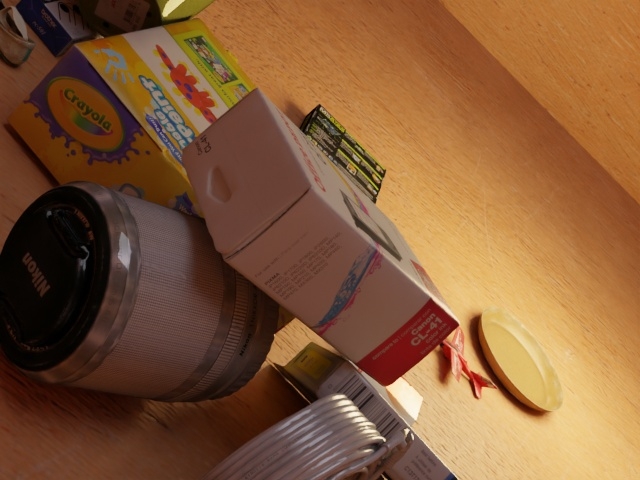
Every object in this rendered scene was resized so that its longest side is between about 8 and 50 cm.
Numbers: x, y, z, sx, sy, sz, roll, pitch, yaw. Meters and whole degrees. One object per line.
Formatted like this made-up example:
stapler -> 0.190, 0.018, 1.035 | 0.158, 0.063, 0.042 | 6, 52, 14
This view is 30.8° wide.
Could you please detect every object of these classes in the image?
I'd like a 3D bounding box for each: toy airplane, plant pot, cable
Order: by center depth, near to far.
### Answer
cable -> -0.048, 0.270, 1.254 | 0.257, 0.257, 0.089 | -6, 55, -54
plant pot -> -0.253, -0.440, 1.787 | 0.274, 0.274, 0.294 | 40, 44, -20
toy airplane -> 0.254, 0.219, 2.053 | 0.151, 0.028, 0.151 | 36, 31, -26
plant pot -> 0.378, 0.232, 2.228 | 0.236, 0.032, 0.236 | 38, 28, -25

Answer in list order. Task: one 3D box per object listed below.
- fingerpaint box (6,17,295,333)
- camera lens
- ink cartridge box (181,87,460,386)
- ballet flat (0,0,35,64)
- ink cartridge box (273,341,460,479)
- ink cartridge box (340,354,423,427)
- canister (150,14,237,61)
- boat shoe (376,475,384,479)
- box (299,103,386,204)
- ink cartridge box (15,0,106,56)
fingerpaint box -> -0.160, -0.079, 1.637 | 0.445, 0.163, 0.371 | 50, 25, 0
camera lens -> -0.209, 0.065, 1.306 | 0.274, 0.219, 0.219 | 19, 40, -47
ink cartridge box -> 0.000, 0.000, 1.354 | 0.306, 0.131, 0.226 | 43, 12, -40
ballet flat -> -0.449, -0.321, 1.622 | 0.168, 0.052, 0.057 | 54, 26, 9
ink cartridge box -> 0.083, 0.261, 1.511 | 0.303, 0.072, 0.307 | 46, -5, -9
ink cartridge box -> 0.079, 0.239, 1.735 | 0.145, 0.045, 0.179 | 46, 24, -8
canister -> -0.229, -0.317, 1.943 | 0.170, 0.073, 0.126 | 38, 28, -20
boat shoe -> 0.087, 0.405, 1.477 | 0.340, 0.127, 0.158 | 52, -2, 23
box -> 0.035, -0.149, 2.174 | 0.190, 0.045, 0.184 | 43, 25, -12
ink cartridge box -> -0.371, -0.348, 1.790 | 0.097, 0.046, 0.207 | 51, 26, -1
